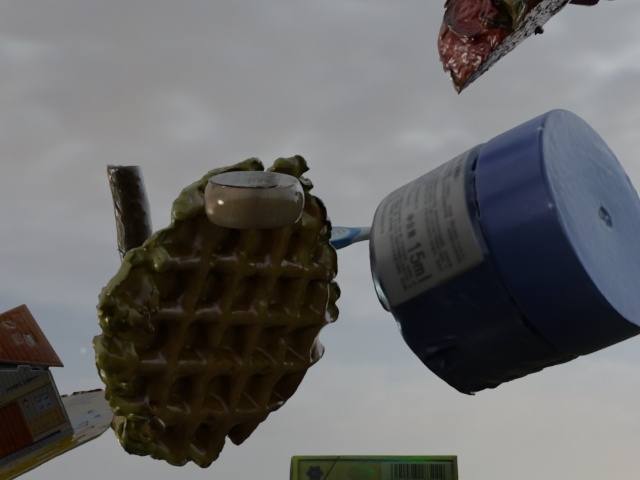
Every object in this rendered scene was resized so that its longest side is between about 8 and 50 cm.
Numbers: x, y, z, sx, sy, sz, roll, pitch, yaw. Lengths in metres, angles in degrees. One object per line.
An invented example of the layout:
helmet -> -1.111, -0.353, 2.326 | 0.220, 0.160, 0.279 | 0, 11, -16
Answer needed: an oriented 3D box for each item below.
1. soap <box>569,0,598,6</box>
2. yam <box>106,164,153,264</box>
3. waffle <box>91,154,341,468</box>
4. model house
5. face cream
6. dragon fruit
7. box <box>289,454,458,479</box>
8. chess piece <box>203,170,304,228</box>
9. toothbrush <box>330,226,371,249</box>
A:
soap -> 0.230, -0.295, 1.217 | 0.149, 0.100, 0.056 | 2, 0, -26
yam -> -0.236, 0.018, 1.568 | 0.056, 0.241, 0.057 | -9, 5, 1
waffle -> -0.087, 0.077, 1.143 | 0.068, 0.302, 0.325 | 23, -35, 35
model house -> -0.328, 0.147, 1.258 | 0.219, 0.136, 0.207 | -25, 15, -24
face cream -> 0.207, 0.016, 1.280 | 0.225, 0.249, 0.249 | -25, -24, 34
dragon fruit -> 0.165, -0.217, 1.067 | 0.162, 0.083, 0.106 | -35, -8, -22
box -> 0.071, 0.341, 1.612 | 0.219, 0.064, 0.141 | 1, -34, 2
chess piece -> -0.055, -0.034, 1.005 | 0.083, 0.038, 0.084 | 1, 11, 0
toothbrush -> 0.001, -0.004, 1.453 | 0.386, 0.040, 0.040 | 2, -16, -24
